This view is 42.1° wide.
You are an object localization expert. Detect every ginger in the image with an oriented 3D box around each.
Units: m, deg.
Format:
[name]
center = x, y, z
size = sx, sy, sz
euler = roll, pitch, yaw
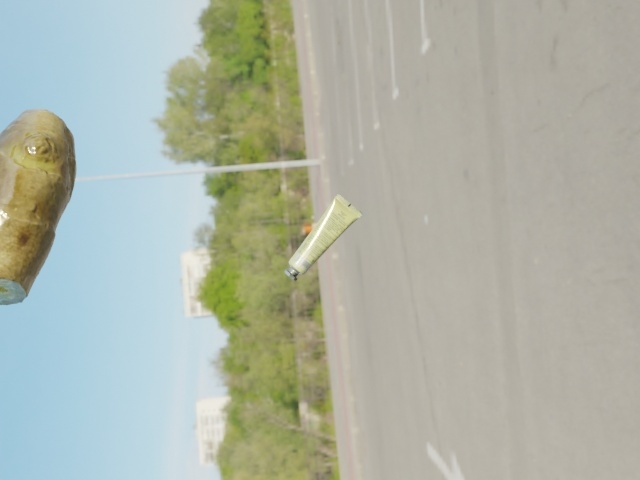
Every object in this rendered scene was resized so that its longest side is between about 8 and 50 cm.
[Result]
[ginger]
center = -0.347, -0.048, 0.958
size = 0.109, 0.116, 0.263
euler = 59, -150, -48

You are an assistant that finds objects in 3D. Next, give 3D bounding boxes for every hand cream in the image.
[hand cream]
center = 0.000, 0.000, 0.888
size = 0.102, 0.035, 0.022
euler = -51, 3, 2
